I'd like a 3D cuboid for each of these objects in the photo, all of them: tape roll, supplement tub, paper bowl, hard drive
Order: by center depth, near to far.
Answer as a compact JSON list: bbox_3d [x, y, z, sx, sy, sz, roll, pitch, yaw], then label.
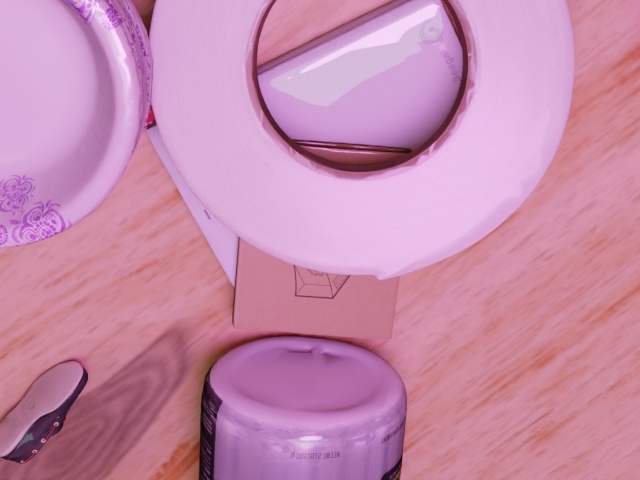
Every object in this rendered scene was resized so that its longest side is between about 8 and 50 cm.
[{"bbox_3d":[-0.290,-0.147,1.248,0.284,0.148,0.284,1,113,2],"label":"paper bowl"},{"bbox_3d":[0.036,-0.160,1.299,0.392,0.072,0.392,0,98,1],"label":"tape roll"},{"bbox_3d":[0.013,-0.093,1.393,0.307,0.040,0.203,-25,112,7],"label":"hard drive"},{"bbox_3d":[-0.024,0.286,1.458,0.207,0.207,0.338,1,113,-4],"label":"supplement tub"}]

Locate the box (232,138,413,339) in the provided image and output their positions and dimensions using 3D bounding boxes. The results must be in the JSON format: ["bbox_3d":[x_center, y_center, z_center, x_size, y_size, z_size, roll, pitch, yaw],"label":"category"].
[{"bbox_3d":[0.000,0.000,1.397,0.164,0.021,0.201,4,113,-5],"label":"box"}]

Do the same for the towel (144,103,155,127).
[{"bbox_3d":[-0.317,-0.135,1.354,0.275,0.031,0.199,-27,112,10],"label":"towel"}]

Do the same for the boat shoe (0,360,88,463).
[{"bbox_3d":[-0.289,0.180,1.487,0.133,0.049,0.042,-47,136,8],"label":"boat shoe"}]
